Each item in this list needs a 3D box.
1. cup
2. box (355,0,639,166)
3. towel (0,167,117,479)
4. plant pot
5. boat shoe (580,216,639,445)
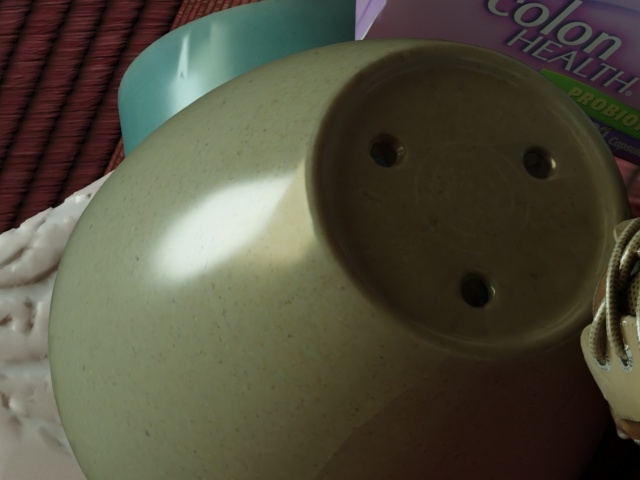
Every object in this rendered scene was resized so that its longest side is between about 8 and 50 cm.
[{"bbox_3d":[0.039,0.023,0.891,0.237,0.331,0.331,130,155,-61],"label":"cup"},{"bbox_3d":[0.143,-0.194,1.056,0.117,0.213,0.243,-56,21,39],"label":"box"},{"bbox_3d":[-0.109,0.120,1.034,0.332,0.317,0.053,-30,-11,-2],"label":"towel"},{"bbox_3d":[0.000,0.000,1.206,0.293,0.293,0.235,136,136,-57],"label":"plant pot"},{"bbox_3d":[0.160,0.045,0.664,0.123,0.116,0.324,-64,-13,-10],"label":"boat shoe"}]
